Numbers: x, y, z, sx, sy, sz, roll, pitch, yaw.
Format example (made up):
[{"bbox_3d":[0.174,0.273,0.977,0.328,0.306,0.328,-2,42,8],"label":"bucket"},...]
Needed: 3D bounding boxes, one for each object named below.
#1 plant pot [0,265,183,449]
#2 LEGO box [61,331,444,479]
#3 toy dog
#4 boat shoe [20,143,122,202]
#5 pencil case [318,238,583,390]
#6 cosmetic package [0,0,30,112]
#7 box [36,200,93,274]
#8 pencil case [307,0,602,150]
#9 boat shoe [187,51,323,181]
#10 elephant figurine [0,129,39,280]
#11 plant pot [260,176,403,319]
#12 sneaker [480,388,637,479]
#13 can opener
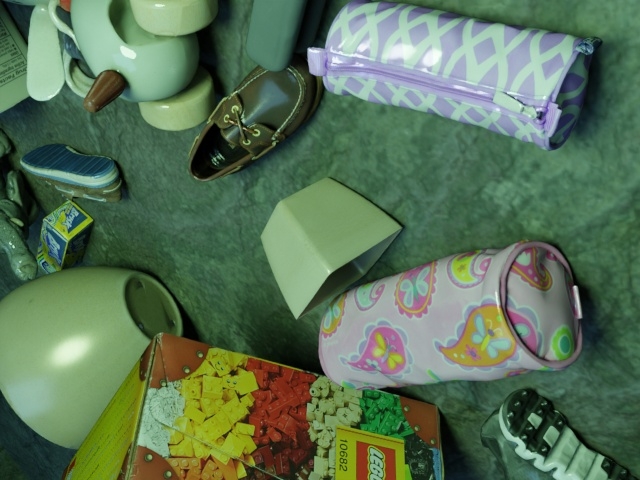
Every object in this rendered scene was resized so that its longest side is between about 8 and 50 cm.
[{"bbox_3d":[-0.326,0.149,1.096,0.191,0.284,0.284,-31,104,18],"label":"plant pot"},{"bbox_3d":[-0.130,0.355,0.948,0.373,0.193,0.500,19,139,-21],"label":"LEGO box"},{"bbox_3d":[-0.253,-0.209,0.728,0.334,0.161,0.220,12,132,36],"label":"toy dog"},{"bbox_3d":[-0.361,-0.090,1.026,0.183,0.066,0.066,17,137,32],"label":"boat shoe"},{"bbox_3d":[0.116,0.084,0.708,0.124,0.124,0.284,52,144,-10],"label":"pencil case"},{"bbox_3d":[-0.505,-0.291,0.898,0.129,0.153,0.296,1,125,43],"label":"cosmetic package"},{"bbox_3d":[-0.429,0.004,1.186,0.054,0.059,0.169,41,144,0],"label":"box"},{"bbox_3d":[0.099,-0.126,0.539,0.206,0.088,0.086,21,139,30],"label":"pencil case"},{"bbox_3d":[-0.072,-0.117,0.723,0.073,0.073,0.207,48,142,-3],"label":"boat shoe"},{"bbox_3d":[-0.535,-0.046,1.148,0.169,0.186,0.239,-23,106,22],"label":"elephant figurine"},{"bbox_3d":[0.000,0.000,0.747,0.096,0.109,0.109,50,145,13],"label":"plant pot"},{"bbox_3d":[0.267,0.265,0.774,0.234,0.078,0.106,45,147,5],"label":"sneaker"},{"bbox_3d":[0.006,-0.237,0.530,0.093,0.074,0.280,39,143,6],"label":"can opener"}]
